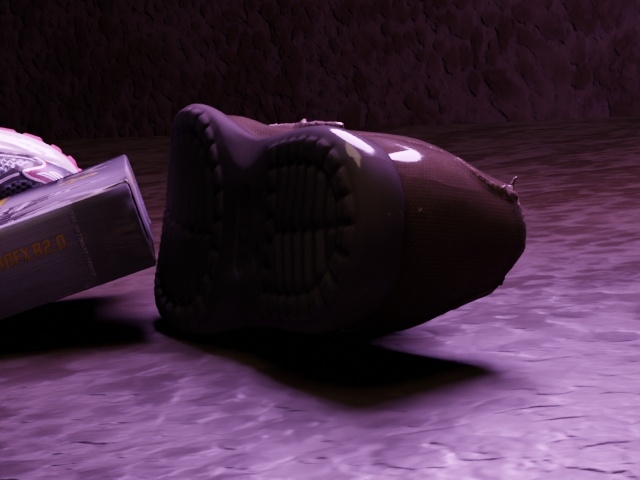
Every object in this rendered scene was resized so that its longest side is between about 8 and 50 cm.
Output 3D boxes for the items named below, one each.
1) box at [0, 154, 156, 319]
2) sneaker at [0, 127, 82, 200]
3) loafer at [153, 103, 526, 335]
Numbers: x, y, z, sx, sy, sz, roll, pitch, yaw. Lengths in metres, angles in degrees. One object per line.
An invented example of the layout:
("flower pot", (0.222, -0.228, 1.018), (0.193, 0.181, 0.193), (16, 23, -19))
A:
("box", (-0.199, 0.007, 1.170), (0.183, 0.056, 0.231), (-20, 8, -3))
("sneaker", (-0.325, -0.009, 1.441), (0.299, 0.121, 0.112), (-7, 36, -20))
("loafer", (0.000, 0.000, 1.038), (0.130, 0.134, 0.366), (6, 5, -21))
